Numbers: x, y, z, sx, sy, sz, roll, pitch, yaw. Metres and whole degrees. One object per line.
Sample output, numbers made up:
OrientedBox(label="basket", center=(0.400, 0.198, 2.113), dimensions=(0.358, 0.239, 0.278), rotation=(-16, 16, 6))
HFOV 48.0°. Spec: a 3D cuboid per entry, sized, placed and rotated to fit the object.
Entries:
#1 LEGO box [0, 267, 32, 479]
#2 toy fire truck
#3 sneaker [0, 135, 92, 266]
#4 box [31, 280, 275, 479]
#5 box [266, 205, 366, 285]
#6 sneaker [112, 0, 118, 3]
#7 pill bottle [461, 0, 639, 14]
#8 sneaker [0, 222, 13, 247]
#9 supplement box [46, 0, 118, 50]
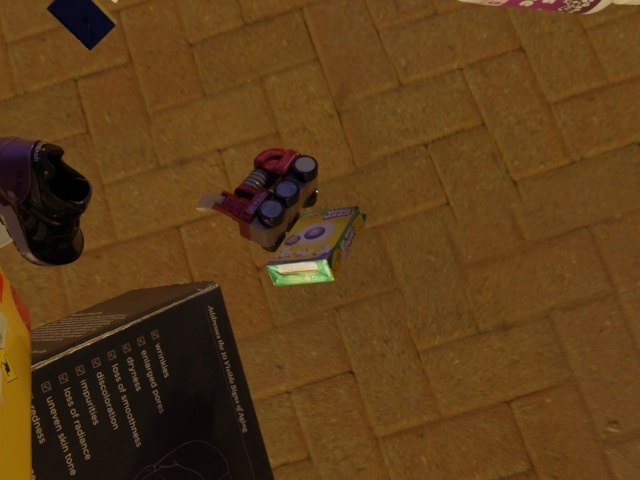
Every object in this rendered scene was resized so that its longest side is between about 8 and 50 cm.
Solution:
OrientedBox(label="LEGO box", center=(-0.454, 0.111, 0.697), dimensions=(0.193, 0.372, 0.500), rotation=(-24, 33, -8))
OrientedBox(label="toy fire truck", center=(-0.151, -0.105, 1.579), dimensions=(0.247, 0.158, 0.217), rotation=(24, 57, 15))
OrientedBox(label="sneaker", center=(-0.384, -0.042, 1.046), dimensions=(0.124, 0.283, 0.107), rotation=(2, 61, 7))
OrientedBox(label="box", center=(-0.364, 0.371, 1.237), dimensions=(0.298, 0.472, 0.479), rotation=(-7, 100, 41))
OrientedBox(label="box", center=(0.000, 0.000, 1.113), dimensions=(0.105, 0.179, 0.043), rotation=(-7, 118, 26))
OrientedBox(label="sneaker", center=(-0.556, -0.715, 1.867), dimensions=(0.086, 0.192, 0.064), rotation=(8, 39, -20))
OrientedBox(label="pill bottle", center=(0.346, -0.421, 1.045), dimensions=(0.302, 0.169, 0.169), rotation=(1, 77, -13))
OrientedBox(label="sneaker", center=(-0.790, -0.029, 1.546), dimensions=(0.296, 0.104, 0.147), rotation=(-21, 33, -23))
OrientedBox(label="supplement box", center=(-0.355, -0.338, 1.078), dimensions=(0.056, 0.083, 0.083), rotation=(-42, 114, 5))
